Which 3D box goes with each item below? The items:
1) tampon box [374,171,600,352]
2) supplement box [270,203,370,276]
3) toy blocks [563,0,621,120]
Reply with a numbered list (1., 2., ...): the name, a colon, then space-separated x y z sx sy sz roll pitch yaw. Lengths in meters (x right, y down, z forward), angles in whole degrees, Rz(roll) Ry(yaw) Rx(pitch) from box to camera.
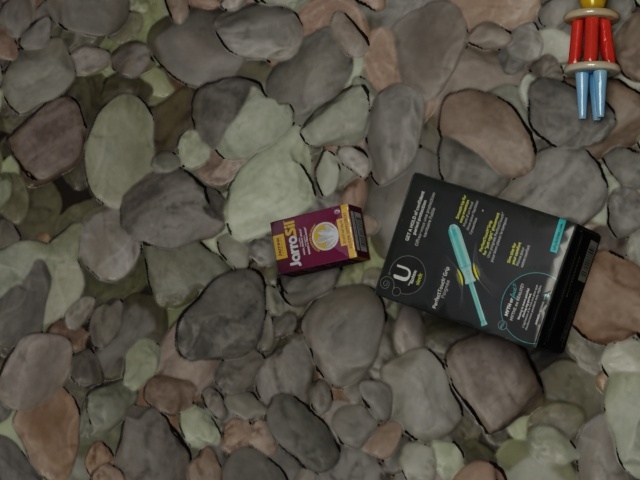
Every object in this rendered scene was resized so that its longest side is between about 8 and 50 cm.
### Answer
1. tampon box: 0.153 0.022 1.560 0.161 0.101 0.120 19 91 23
2. supplement box: 0.000 0.000 1.653 0.083 0.043 0.055 -14 81 20
3. toy blocks: 0.282 -0.185 1.558 0.123 0.054 0.148 -2 83 21
